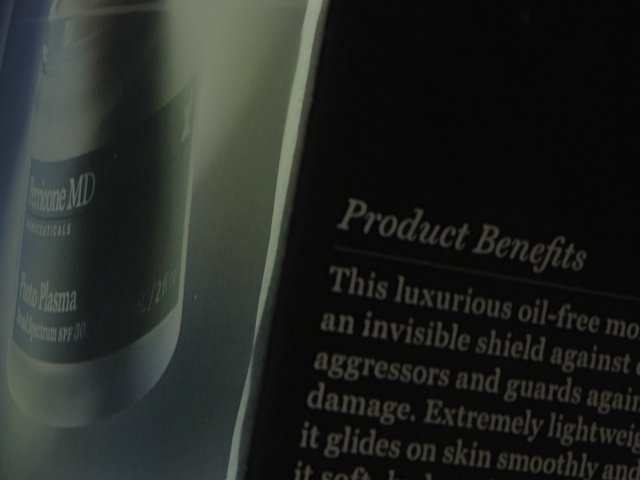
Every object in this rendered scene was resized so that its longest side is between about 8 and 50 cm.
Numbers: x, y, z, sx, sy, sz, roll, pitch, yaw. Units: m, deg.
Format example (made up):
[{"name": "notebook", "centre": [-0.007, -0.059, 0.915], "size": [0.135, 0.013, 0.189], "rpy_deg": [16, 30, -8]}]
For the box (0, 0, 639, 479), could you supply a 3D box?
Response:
[{"name": "box", "centre": [0.000, 0.000, 0.504], "size": [0.296, 0.182, 0.294], "rpy_deg": [11, 90, 63]}]
